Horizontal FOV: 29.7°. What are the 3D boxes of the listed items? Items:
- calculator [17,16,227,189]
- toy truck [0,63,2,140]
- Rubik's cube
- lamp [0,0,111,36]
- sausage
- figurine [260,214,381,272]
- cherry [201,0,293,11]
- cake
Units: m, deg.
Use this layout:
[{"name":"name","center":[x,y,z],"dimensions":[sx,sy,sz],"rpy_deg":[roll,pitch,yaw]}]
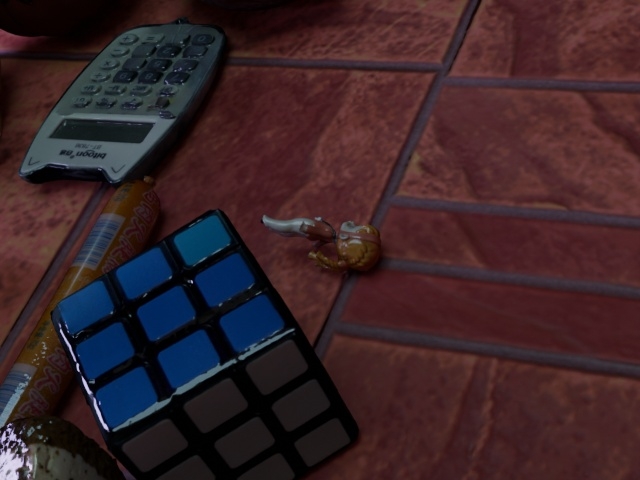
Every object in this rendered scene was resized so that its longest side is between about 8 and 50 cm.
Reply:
[{"name":"calculator","center":[-0.204,-0.153,1.297],"dimensions":[0.177,0.040,0.268],"rpy_deg":[7,54,28]},{"name":"toy truck","center":[-0.477,-0.164,1.315],"dimensions":[0.288,0.204,0.211],"rpy_deg":[-39,49,-12]},{"name":"Rubik's cube","center":[-0.089,0.102,0.937],"dimensions":[0.162,0.163,0.160],"rpy_deg":[-33,46,-3]},{"name":"lamp","center":[-0.328,-0.351,1.420],"dimensions":[0.227,0.227,0.227],"rpy_deg":[-13,47,14]},{"name":"sausage","center":[-0.227,0.073,1.100],"dimensions":[0.053,0.053,0.348],"rpy_deg":[5,54,28]},{"name":"figurine","center":[0.000,0.000,1.062],"dimensions":[0.109,0.064,0.047],"rpy_deg":[14,81,16]},{"name":"cherry","center":[-0.082,-0.359,1.315],"dimensions":[0.300,0.203,0.230],"rpy_deg":[-1,58,40]},{"name":"cake","center":[-0.279,0.211,0.921],"dimensions":[0.246,0.135,0.112],"rpy_deg":[-4,49,7]}]
